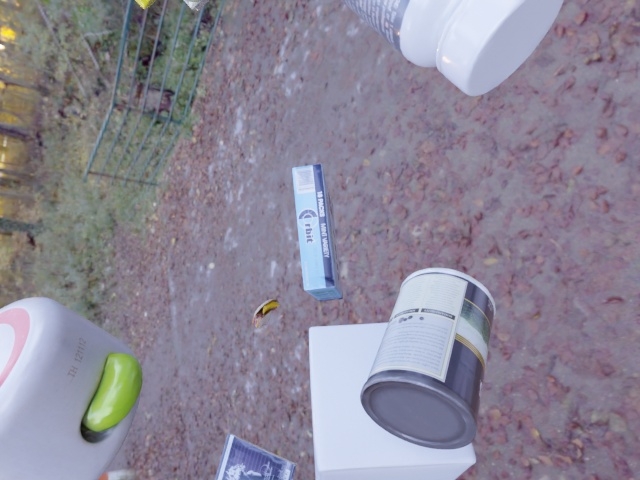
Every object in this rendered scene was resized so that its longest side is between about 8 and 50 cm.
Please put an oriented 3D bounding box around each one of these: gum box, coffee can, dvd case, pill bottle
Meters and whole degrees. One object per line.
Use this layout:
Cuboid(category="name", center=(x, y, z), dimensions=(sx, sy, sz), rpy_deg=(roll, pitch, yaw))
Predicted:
Cuboid(category="gum box", center=(0.000, 0.000, 0.646), dimensions=(0.184, 0.041, 0.157), rpy_deg=(60, -157, -77))
Cuboid(category="coffee can", center=(0.214, 0.216, 0.879), dimensions=(0.201, 0.201, 0.275), rpy_deg=(-36, 17, 45))
Cuboid(category="dvd case", center=(-0.171, 0.603, 1.147), dimensions=(0.221, 0.018, 0.165), rpy_deg=(8, 77, 32))
Cuboid(category="pill bottle", center=(0.147, -0.388, 0.664), dimensions=(0.361, 0.204, 0.204), rpy_deg=(50, 126, 19))

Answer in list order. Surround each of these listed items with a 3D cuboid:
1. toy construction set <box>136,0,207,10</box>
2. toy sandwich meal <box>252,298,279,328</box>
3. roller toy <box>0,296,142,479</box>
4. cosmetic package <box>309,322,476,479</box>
Cuboid(category="toy construction set", center=(-0.180, -0.377, 0.462), dimensions=(0.215, 0.328, 0.151), rpy_deg=(-40, 9, 12))
Cuboid(category="toy sandwich meal", center=(-0.132, 0.180, 1.134), dimensions=(0.029, 0.085, 0.086), rpy_deg=(43, 120, 22))
Cuboid(category="roller toy", center=(-0.301, 0.164, 0.463), dimensions=(0.209, 0.146, 0.191), rpy_deg=(-50, 41, -14))
Cuboid(category="cosmetic package", center=(0.141, 0.437, 1.148), dimensions=(0.394, 0.327, 0.329), rpy_deg=(91, 175, -51))
